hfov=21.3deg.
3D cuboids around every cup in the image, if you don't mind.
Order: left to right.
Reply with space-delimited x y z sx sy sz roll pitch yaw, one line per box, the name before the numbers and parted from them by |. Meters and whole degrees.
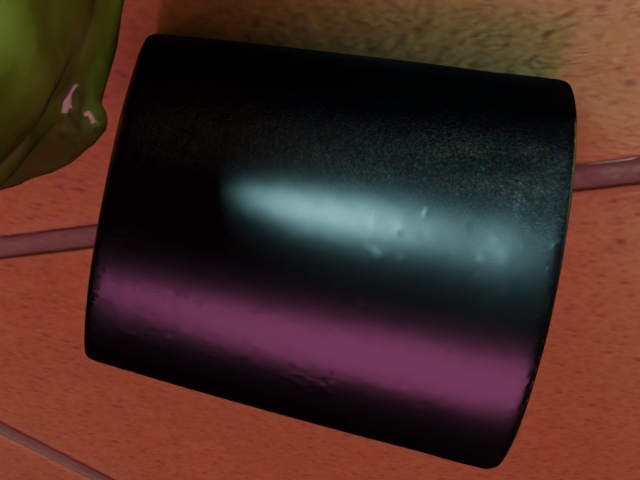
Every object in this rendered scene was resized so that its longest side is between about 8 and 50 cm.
cup | -0.002 0.014 0.747 0.177 0.166 0.239 10 156 -2

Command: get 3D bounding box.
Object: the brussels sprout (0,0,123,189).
brussels sprout | -0.182 -0.116 0.384 0.328 0.247 0.328 2 159 1
